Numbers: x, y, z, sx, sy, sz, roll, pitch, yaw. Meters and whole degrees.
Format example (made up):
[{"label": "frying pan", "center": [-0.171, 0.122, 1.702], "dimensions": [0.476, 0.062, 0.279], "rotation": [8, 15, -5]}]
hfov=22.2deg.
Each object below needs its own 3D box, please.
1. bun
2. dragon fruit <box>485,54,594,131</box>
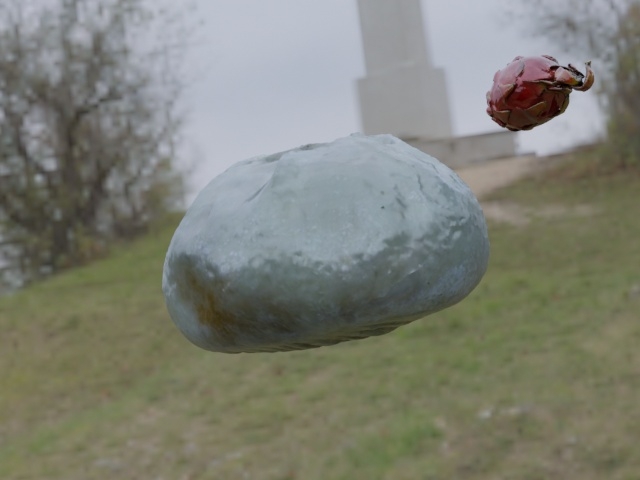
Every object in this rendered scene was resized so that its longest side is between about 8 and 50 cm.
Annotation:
[{"label": "bun", "center": [0.000, 0.000, 1.746], "dimensions": [0.361, 0.211, 0.362], "rotation": [-16, 4, 1]}, {"label": "dragon fruit", "center": [0.279, -0.189, 1.996], "dimensions": [0.094, 0.094, 0.190], "rotation": [-4, -8, -34]}]
